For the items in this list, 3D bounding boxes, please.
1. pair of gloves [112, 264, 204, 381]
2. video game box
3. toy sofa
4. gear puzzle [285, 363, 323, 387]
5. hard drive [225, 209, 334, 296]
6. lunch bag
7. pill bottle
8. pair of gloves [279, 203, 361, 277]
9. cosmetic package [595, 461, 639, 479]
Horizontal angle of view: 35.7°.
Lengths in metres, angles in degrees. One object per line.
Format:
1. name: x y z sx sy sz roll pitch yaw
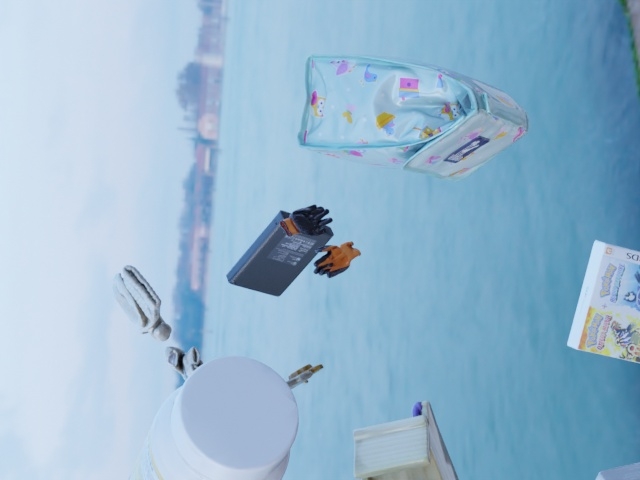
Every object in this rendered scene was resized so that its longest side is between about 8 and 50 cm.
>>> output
1. pair of gloves: -0.219 0.144 1.410 0.240 0.042 0.204 54 164 -2
2. video game box: 0.572 0.119 1.842 0.048 0.187 0.205 -151 74 -78
3. toy sofa: 0.188 0.499 1.949 0.177 0.150 0.362 -84 -25 -56
4. gear puzzle: -0.110 0.273 1.799 0.175 0.339 0.044 -37 76 39
5. hard drive: -0.057 0.021 1.393 0.135 0.094 0.022 -49 44 26
6. lunch bag: 0.136 -0.169 1.368 0.223 0.262 0.160 6 -89 -59
7. pill bottle: -0.095 0.191 0.860 0.208 0.119 0.119 120 155 -51
8. pair of gloves: 0.000 0.000 1.053 0.083 0.074 0.010 53 131 8
9. cosmetic package: 0.396 0.379 1.121 0.238 0.107 0.127 57 143 44
